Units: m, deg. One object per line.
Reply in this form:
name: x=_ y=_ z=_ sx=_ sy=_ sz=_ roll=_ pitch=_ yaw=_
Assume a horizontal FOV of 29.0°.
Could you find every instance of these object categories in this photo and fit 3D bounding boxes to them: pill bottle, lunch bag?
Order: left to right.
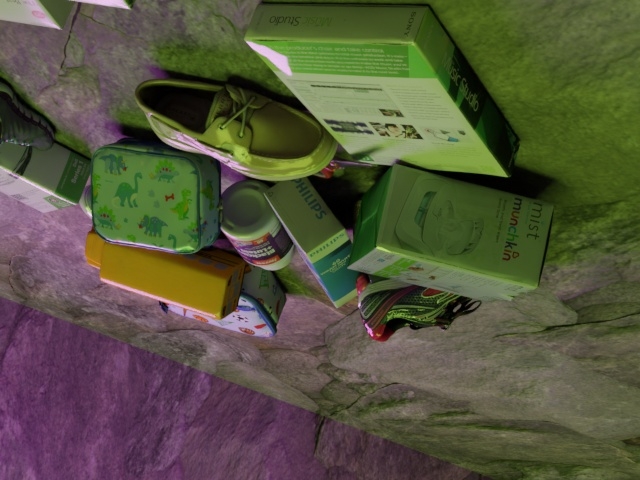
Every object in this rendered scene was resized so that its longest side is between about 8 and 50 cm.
lunch bag: x=-0.265 y=-0.077 z=2.007 sx=0.219 sy=0.176 sz=0.090 roll=8 pitch=-161 yaw=25
lunch bag: x=-0.235 y=0.097 z=2.603 sx=0.303 sy=0.115 sz=0.243 roll=11 pitch=159 yaw=20
pill bottle: x=-0.103 y=-0.019 z=2.109 sx=0.108 sy=0.108 sz=0.193 roll=13 pitch=162 yaw=18

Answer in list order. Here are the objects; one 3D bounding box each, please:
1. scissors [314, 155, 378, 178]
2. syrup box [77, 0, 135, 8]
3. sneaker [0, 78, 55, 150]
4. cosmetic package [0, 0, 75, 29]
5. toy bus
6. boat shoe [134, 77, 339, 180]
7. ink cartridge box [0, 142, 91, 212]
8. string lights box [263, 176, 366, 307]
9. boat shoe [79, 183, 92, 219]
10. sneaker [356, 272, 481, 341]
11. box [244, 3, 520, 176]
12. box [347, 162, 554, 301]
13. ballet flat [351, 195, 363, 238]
scissors: x=0.022 y=-0.108 z=1.745 sx=0.109 sy=0.021 sz=0.297 roll=40 pitch=168 yaw=-36
syrup box: x=-0.264 y=-0.348 z=1.291 sx=0.096 sy=0.093 sz=0.237 roll=12 pitch=162 yaw=21
sneaker: x=-0.525 y=-0.185 z=2.052 sx=0.083 sy=0.098 sz=0.223 roll=11 pitch=161 yaw=24
cosmetic package: x=-0.440 y=-0.332 z=1.578 sx=0.239 sy=0.060 sz=0.099 roll=12 pitch=162 yaw=21
toy bus: x=-0.315 y=0.051 z=2.433 sx=0.333 sy=0.108 sz=0.130 roll=17 pitch=-161 yaw=15
boat shoe: x=-0.120 y=-0.162 z=1.701 sx=0.302 sy=0.109 sz=0.098 roll=16 pitch=165 yaw=26
ink cartridge box: x=-0.545 y=-0.140 z=2.218 sx=0.219 sy=0.092 sz=0.160 roll=29 pitch=160 yaw=-30
string lights box: x=0.000 y=0.000 z=2.013 sx=0.133 sy=0.077 sz=0.259 roll=55 pitch=178 yaw=25
boat shoe: x=-0.340 y=-0.054 z=2.318 sx=0.227 sy=0.079 sz=0.081 roll=24 pitch=156 yaw=-35
sneaker: x=0.209 y=0.087 z=2.004 sx=0.299 sy=0.112 sz=0.121 roll=-15 pitch=155 yaw=18
box: x=0.083 y=-0.180 z=1.514 sx=0.232 sy=0.058 sz=0.322 roll=8 pitch=161 yaw=31
box: x=0.177 y=0.000 z=1.753 sx=0.231 sy=0.126 sz=0.262 roll=13 pitch=171 yaw=-5
ballet flat: x=0.084 y=-0.006 z=2.022 sx=0.073 sy=0.067 sz=0.206 roll=15 pitch=162 yaw=14
